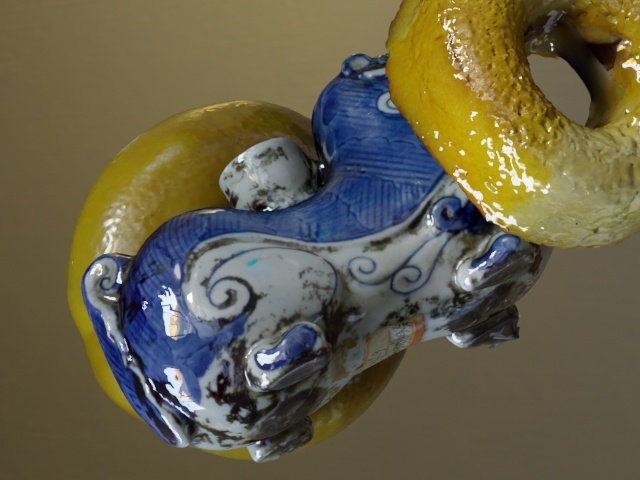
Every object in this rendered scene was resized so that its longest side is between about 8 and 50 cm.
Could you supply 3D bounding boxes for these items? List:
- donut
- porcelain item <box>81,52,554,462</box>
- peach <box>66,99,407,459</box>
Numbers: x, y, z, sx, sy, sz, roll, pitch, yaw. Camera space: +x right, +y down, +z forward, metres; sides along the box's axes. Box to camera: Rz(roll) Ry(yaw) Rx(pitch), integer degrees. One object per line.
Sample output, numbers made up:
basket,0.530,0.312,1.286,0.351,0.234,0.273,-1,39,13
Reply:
donut,0.132,-0.093,1.001,0.174,0.074,0.190,-14,-108,-19
porcelain item,0.000,0.000,1.069,0.288,0.186,0.138,-27,-23,-15
peach,-0.055,0.027,1.252,0.251,0.153,0.251,15,-119,-30
